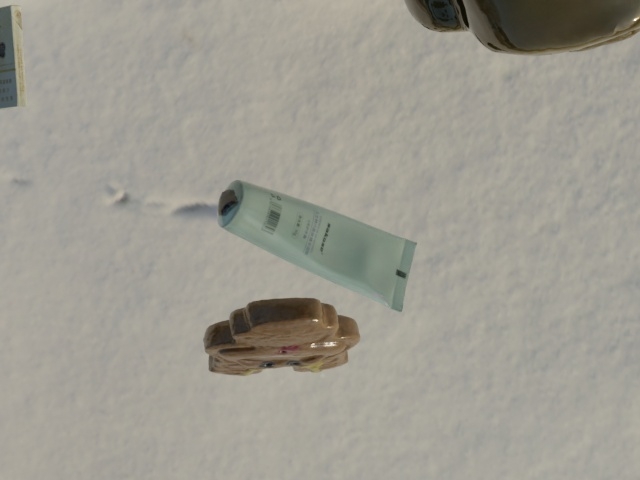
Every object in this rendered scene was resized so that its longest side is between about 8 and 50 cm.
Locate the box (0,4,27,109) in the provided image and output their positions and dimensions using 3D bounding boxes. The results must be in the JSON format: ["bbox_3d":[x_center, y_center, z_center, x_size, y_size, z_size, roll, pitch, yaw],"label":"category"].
[{"bbox_3d":[-0.525,-0.301,1.935,0.090,0.024,0.167,0,94,40],"label":"box"}]

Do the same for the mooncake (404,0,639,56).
[{"bbox_3d":[0.167,-0.220,0.796,0.234,0.235,0.117,-6,127,29],"label":"mooncake"}]

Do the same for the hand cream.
[{"bbox_3d":[0.000,0.000,1.639,0.320,0.109,0.067,22,162,-26],"label":"hand cream"}]

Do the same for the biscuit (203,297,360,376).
[{"bbox_3d":[-0.047,0.121,1.359,0.186,0.044,0.295,-6,164,-2],"label":"biscuit"}]
